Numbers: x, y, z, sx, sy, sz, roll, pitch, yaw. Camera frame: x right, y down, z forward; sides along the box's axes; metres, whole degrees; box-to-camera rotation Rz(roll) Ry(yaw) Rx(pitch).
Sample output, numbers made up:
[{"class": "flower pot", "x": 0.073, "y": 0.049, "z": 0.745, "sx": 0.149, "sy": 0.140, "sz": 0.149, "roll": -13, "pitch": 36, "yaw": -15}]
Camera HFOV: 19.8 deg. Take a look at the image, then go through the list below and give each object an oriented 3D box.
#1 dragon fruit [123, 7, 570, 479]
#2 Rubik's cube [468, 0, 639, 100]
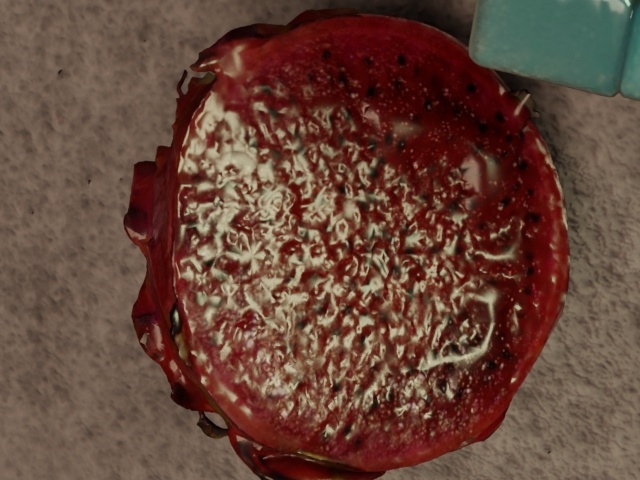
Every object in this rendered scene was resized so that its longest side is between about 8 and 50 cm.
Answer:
[{"class": "dragon fruit", "x": 0.000, "y": 0.000, "z": 1.500, "sx": 0.386, "sy": 0.371, "sz": 0.249, "roll": 56, "pitch": 157, "yaw": -14}, {"class": "Rubik's cube", "x": 0.301, "y": -0.277, "z": 1.210, "sx": 0.316, "sy": 0.319, "sz": 0.322, "roll": 15, "pitch": 123, "yaw": 12}]
